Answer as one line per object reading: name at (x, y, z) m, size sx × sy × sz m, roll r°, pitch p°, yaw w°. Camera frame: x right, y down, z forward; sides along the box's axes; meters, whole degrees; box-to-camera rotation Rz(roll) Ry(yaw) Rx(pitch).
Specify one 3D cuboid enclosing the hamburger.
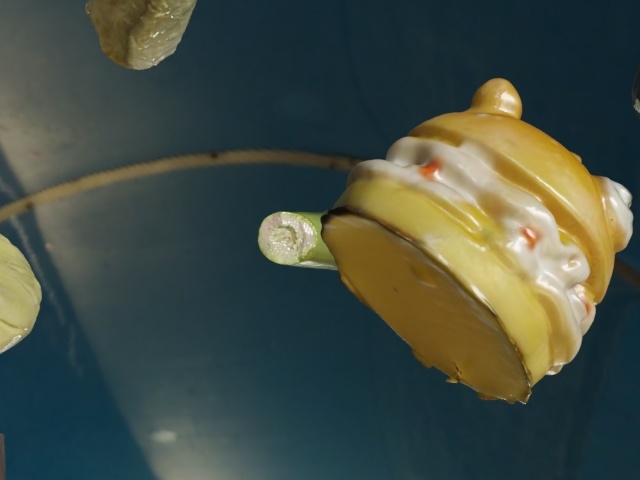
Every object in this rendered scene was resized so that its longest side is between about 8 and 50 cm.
hamburger at (0.165, -0.005, 1.149) m, size 0.276 × 0.237 × 0.276 m, roll 37°, pitch -21°, yaw 17°

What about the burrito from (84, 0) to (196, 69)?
burrito at (-0.206, -0.340, 1.413) m, size 0.143 × 0.105 × 0.299 m, roll 25°, pitch -39°, yaw 0°

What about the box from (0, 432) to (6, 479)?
box at (-0.543, 0.311, 1.489) m, size 0.252 × 0.153 × 0.188 m, roll -7°, pitch -19°, yaw 4°

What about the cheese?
cheese at (-0.445, 0.037, 1.426) m, size 0.226 × 0.214 × 0.117 m, roll 40°, pitch -76°, yaw -25°

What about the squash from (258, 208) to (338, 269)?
squash at (0.000, 0.000, 1.461) m, size 0.083 × 0.083 × 0.250 m, roll 0°, pitch 0°, yaw 18°

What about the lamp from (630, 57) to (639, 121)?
lamp at (0.417, -0.193, 1.294) m, size 0.182 × 0.314 × 0.182 m, roll -1°, pitch -53°, yaw -2°
